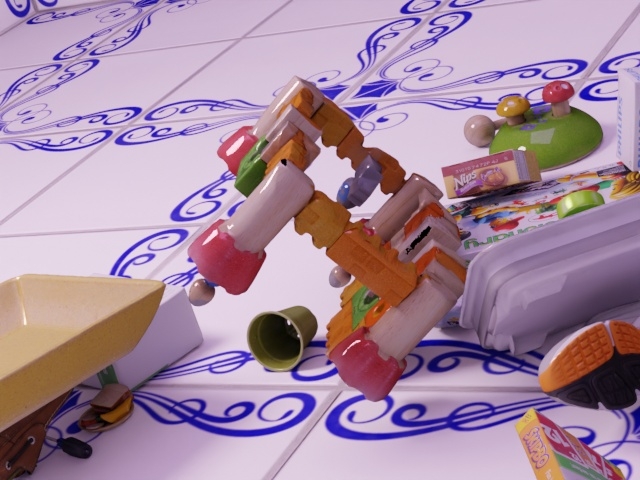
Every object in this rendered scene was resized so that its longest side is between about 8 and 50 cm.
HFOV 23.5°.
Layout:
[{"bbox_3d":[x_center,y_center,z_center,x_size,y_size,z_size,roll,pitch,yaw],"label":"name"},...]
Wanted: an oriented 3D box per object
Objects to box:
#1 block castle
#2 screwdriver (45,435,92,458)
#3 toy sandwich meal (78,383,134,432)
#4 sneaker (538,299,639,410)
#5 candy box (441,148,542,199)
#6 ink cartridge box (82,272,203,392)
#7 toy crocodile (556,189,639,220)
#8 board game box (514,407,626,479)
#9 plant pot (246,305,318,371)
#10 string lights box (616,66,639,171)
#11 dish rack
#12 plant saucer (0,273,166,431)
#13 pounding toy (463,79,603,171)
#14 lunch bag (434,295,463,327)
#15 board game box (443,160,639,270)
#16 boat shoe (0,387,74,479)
[{"bbox_3d":[0.000,0.000,1.945,0.213,0.303,0.453,-48,13,17],"label":"block castle"},{"bbox_3d":[-0.346,0.258,1.983,0.025,0.024,0.170,2,3,-43],"label":"screwdriver"},{"bbox_3d":[-0.281,0.219,2.013,0.086,0.029,0.085,-14,22,6],"label":"toy sandwich meal"},{"bbox_3d":[0.319,0.129,1.722,0.262,0.099,0.121,-17,2,-40],"label":"sneaker"},{"bbox_3d":[0.251,-0.096,2.245,0.109,0.053,0.187,-13,-3,19],"label":"candy box"},{"bbox_3d":[-0.296,0.128,2.157,0.212,0.093,0.154,6,32,46],"label":"ink cartridge box"},{"bbox_3d":[0.408,-0.016,1.976,0.341,0.105,0.115,-22,56,8],"label":"toy crocodile"},{"bbox_3d":[0.260,0.257,1.433,0.039,0.124,0.259,-50,18,17],"label":"board game box"},{"bbox_3d":[-0.043,0.120,2.026,0.083,0.083,0.079,-5,14,28],"label":"plant pot"},{"bbox_3d":[0.549,-0.181,2.153,0.260,0.133,0.077,-7,22,-7],"label":"string lights box"},{"bbox_3d":[0.331,0.037,1.791,0.333,0.072,0.285,-18,-21,-6],"label":"dish rack"},{"bbox_3d":[-0.401,0.148,1.938,0.333,0.081,0.333,1,24,45],"label":"plant saucer"},{"bbox_3d":[0.336,-0.200,2.445,0.183,0.110,0.237,-22,23,-13],"label":"pounding toy"},{"bbox_3d":[0.173,0.084,1.978,0.071,0.053,0.083,-7,15,17],"label":"lunch bag"},{"bbox_3d":[0.304,-0.023,2.130,0.305,0.053,0.193,-14,22,6],"label":"board game box"},{"bbox_3d":[-0.406,0.253,1.937,0.111,0.104,0.307,-12,19,36],"label":"boat shoe"}]
